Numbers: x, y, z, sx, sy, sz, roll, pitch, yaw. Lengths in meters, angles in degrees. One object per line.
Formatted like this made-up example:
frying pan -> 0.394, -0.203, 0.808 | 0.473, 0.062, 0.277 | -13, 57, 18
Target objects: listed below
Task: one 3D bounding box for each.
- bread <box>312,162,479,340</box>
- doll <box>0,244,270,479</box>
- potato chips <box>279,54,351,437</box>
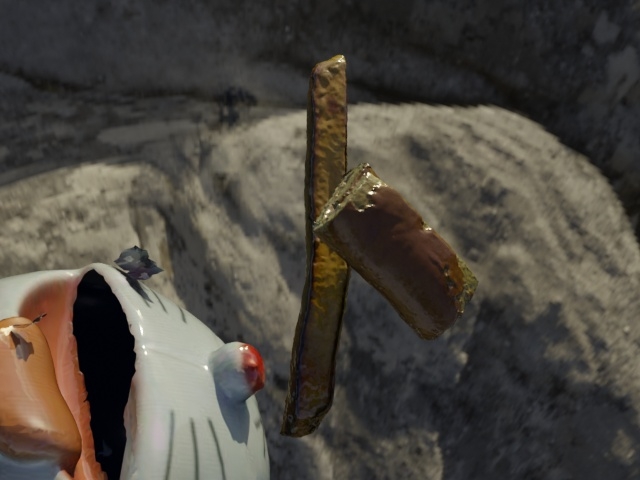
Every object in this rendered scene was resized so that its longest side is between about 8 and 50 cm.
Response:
bread -> 0.037, 0.005, 0.636 | 0.083, 0.036, 0.047 | 45, 53, -12
doll -> -0.142, 0.073, 0.490 | 0.257, 0.161, 0.215 | 11, 27, -31
potato chips -> 0.000, 0.000, 0.684 | 0.026, 0.037, 0.204 | 6, 81, -17
